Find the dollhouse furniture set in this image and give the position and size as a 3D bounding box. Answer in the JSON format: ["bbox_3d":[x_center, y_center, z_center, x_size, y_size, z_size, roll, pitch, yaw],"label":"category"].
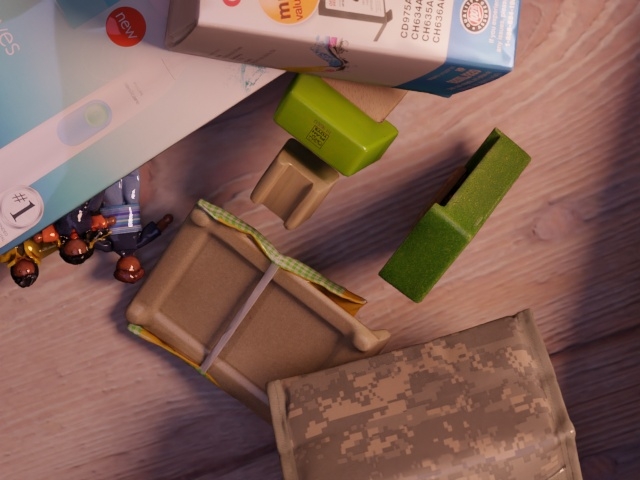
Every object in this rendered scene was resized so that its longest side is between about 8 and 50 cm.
[{"bbox_3d":[0.000,0.000,1.539,0.197,0.151,0.301,38,125,1],"label":"dollhouse furniture set"}]

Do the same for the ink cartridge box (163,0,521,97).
[{"bbox_3d":[0.016,-0.212,1.329,0.232,0.168,0.171,7,88,-12],"label":"ink cartridge box"}]

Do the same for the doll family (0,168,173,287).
[{"bbox_3d":[-0.223,-0.012,1.527,0.193,0.076,0.111,-7,89,2],"label":"doll family"}]

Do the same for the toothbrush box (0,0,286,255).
[{"bbox_3d":[-0.191,-0.154,1.435,0.295,0.126,0.216,-33,96,-10],"label":"toothbrush box"}]

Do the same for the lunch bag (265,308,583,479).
[{"bbox_3d":[0.101,0.226,1.514,0.235,0.169,0.287,-16,136,2],"label":"lunch bag"}]
